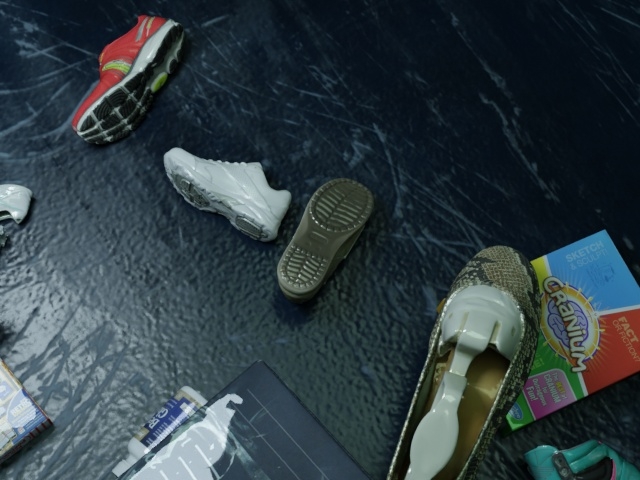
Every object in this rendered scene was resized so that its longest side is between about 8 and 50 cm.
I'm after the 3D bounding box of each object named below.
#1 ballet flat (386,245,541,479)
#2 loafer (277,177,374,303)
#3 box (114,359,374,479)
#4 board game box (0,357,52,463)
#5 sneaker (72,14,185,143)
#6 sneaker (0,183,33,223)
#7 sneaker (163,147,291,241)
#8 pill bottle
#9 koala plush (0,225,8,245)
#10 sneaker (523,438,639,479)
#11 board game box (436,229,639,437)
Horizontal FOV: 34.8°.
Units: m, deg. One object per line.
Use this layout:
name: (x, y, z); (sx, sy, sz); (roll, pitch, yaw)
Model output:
ballet flat: (0.213, 0.221, 1.529); (0.164, 0.182, 0.482); (19, 81, 19)
loafer: (0.000, 0.000, 1.700); (0.102, 0.092, 0.268); (33, 53, 6)
box: (-0.092, 0.508, 1.342); (0.472, 0.297, 0.480); (-40, 68, -14)
board game box: (-0.532, 0.252, 1.572); (0.147, 0.045, 0.193); (-38, 77, -17)
sneaker: (-0.348, -0.283, 1.786); (0.118, 0.107, 0.279); (24, 64, 24)
sneaker: (-0.557, -0.065, 1.689); (0.152, 0.053, 0.061); (7, 71, -3)
sneaker: (-0.154, -0.097, 1.731); (0.232, 0.090, 0.115); (33, 63, -2)
pill bottle: (-0.232, 0.311, 1.551); (0.094, 0.094, 0.169); (41, 70, 10)
koala plush: (-0.606, 0.020, 1.595); (0.196, 0.203, 0.221); (33, 53, -21)
sneaker: (0.360, 0.403, 1.548); (0.296, 0.124, 0.178); (-35, 80, -28)
board game box: (0.388, 0.149, 1.688); (0.317, 0.064, 0.242); (-23, 73, -13)
